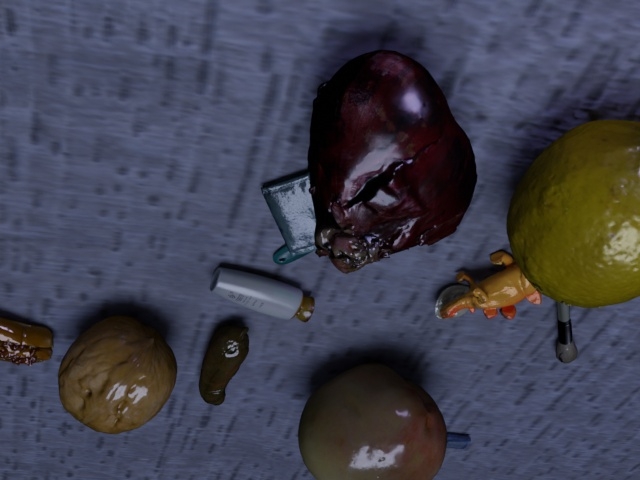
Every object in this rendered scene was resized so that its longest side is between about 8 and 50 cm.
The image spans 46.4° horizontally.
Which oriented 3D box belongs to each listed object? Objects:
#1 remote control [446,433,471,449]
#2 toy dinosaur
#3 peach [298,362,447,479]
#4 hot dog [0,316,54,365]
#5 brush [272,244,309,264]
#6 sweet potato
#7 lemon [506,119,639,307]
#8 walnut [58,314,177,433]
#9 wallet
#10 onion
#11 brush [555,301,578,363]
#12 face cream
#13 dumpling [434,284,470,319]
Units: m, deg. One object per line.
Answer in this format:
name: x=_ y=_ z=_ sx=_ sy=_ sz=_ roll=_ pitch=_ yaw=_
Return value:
remote control: x=0.265 y=0.453 z=1.698 sx=0.153 sy=0.027 sz=0.043 roll=10 pitch=131 yaw=-16
toy dinosaur: x=0.335 y=0.070 z=1.270 sx=0.288 sy=0.070 sz=0.117 roll=-32 pitch=122 yaw=14
peach: x=0.106 y=0.377 z=1.449 sx=0.292 sy=0.247 sz=0.292 roll=14 pitch=151 yaw=8
hot dog: x=-0.599 y=0.171 z=1.320 sx=0.249 sy=0.076 sz=0.102 roll=22 pitch=134 yaw=-25
brush: x=0.000 y=0.000 z=1.207 sx=0.193 sy=0.032 sz=0.043 roll=-31 pitch=130 yaw=24
sweet potato: x=-0.193 y=0.248 z=1.429 sx=0.075 sy=0.075 sz=0.273 roll=10 pitch=137 yaw=-14
lemon: x=0.391 y=-0.030 z=1.047 sx=0.245 sy=0.245 sz=0.320 roll=9 pitch=141 yaw=-12
walnut: x=-0.357 y=0.237 z=1.328 sx=0.195 sy=0.195 sz=0.221 roll=27 pitch=122 yaw=-28
wallet: x=-0.027 y=-0.043 z=1.150 sx=0.088 sy=0.026 sz=0.129 roll=-17 pitch=117 yaw=13
onion: x=0.087 y=-0.110 z=0.965 sx=0.221 sy=0.281 sz=0.281 roll=25 pitch=147 yaw=31
brush: x=0.443 y=0.135 z=1.370 sx=0.042 sy=0.039 sz=0.299 roll=-13 pitch=134 yaw=11
face cream: x=-0.098 y=0.094 z=1.285 sx=0.182 sy=0.051 sz=0.072 roll=20 pitch=131 yaw=-21
dumpling: x=0.237 y=0.107 z=1.327 sx=0.077 sy=0.043 sz=0.059 roll=-19 pitch=112 yaw=21
